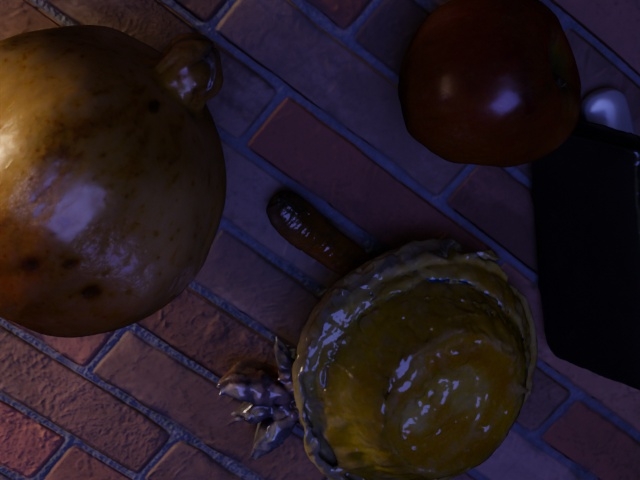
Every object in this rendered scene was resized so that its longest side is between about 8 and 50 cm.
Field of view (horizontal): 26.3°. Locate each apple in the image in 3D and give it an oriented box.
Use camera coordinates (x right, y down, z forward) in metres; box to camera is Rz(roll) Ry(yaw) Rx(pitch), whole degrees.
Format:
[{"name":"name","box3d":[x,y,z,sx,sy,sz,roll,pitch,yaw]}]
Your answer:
[{"name":"apple","box3d":[0.208,-0.198,1.719,0.229,0.230,0.230,-3,115,-6]}]

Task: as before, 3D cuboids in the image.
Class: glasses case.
[{"name":"glasses case","box3d":[0.396,-0.129,1.859,0.063,0.041,0.164,-18,116,3]}]

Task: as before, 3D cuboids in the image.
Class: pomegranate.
[{"name":"pomegranate","box3d":[-0.267,-0.091,1.616,0.410,0.410,0.410,-3,115,-6]}]

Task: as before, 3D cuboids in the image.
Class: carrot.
[{"name":"carrot","box3d":[0.000,0.000,1.863,0.060,0.060,0.186,-44,115,13]}]

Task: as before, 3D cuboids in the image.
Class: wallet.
[{"name":"wallet","box3d":[0.369,0.023,1.852,0.051,0.197,0.378,-24,119,-32]}]

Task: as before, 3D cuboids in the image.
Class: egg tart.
[{"name":"egg tart","box3d":[0.148,0.188,1.862,0.387,0.169,0.388,-8,110,-23]}]

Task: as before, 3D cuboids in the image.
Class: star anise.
[{"name":"star anise","box3d":[-0.034,0.223,1.940,0.236,0.093,0.229,24,109,-18]}]
